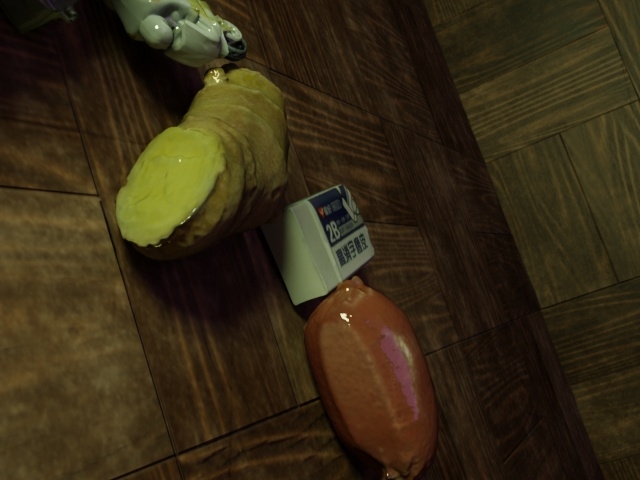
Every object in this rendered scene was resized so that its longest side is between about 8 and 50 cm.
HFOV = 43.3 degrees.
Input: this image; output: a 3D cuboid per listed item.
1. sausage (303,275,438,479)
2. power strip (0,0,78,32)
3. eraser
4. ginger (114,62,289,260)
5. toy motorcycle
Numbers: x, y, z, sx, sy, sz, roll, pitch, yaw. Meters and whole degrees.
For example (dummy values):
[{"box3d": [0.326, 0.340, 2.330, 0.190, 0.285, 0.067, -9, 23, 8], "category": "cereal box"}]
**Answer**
[{"box3d": [0.064, 0.171, 0.994, 0.148, 0.148, 0.254, -30, 102, -67], "category": "sausage"}, {"box3d": [-0.310, -0.308, 0.713, 0.272, 0.052, 0.078, 57, 25, -22], "category": "power strip"}, {"box3d": [0.000, 0.000, 1.099, 0.124, 0.068, 0.210, 68, 23, -4], "category": "eraser"}, {"box3d": [-0.109, -0.079, 0.865, 0.354, 0.126, 0.190, -56, 131, -61], "category": "ginger"}, {"box3d": [-0.181, -0.259, 0.883, 0.228, 0.074, 0.151, 36, 31, -17], "category": "toy motorcycle"}]
